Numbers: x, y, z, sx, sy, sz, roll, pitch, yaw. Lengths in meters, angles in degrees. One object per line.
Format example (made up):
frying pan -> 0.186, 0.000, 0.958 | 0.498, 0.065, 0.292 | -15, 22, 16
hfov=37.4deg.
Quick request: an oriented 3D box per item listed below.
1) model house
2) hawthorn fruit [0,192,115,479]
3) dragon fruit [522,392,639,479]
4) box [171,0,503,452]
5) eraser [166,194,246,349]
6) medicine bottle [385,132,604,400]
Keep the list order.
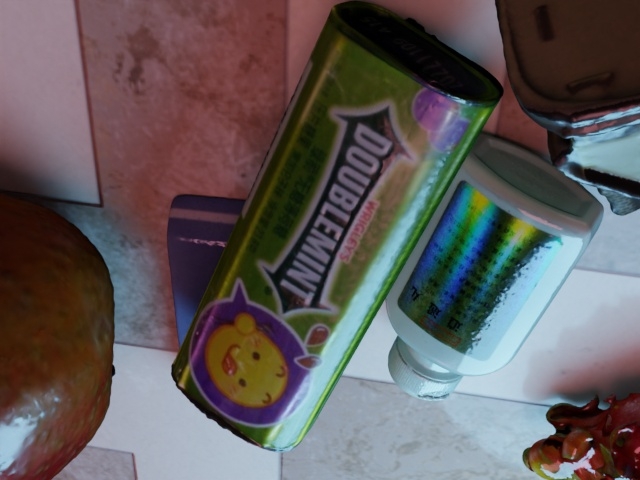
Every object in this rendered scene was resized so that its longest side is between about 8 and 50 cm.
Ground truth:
model house -> 0.251, -0.114, 0.606 | 0.218, 0.205, 0.278 | -13, 152, 22
hawthorn fruit -> -0.326, 0.101, 0.739 | 0.284, 0.369, 0.285 | 4, 106, 15
dragon fruit -> 0.279, 0.189, 0.831 | 0.207, 0.150, 0.133 | -7, 95, 24
box -> 0.000, 0.000, 0.722 | 0.134, 0.097, 0.346 | 35, 120, 12
eraser -> -0.092, 0.063, 0.866 | 0.081, 0.036, 0.225 | 5, 127, 8
medicine bottle -> 0.122, 0.036, 0.767 | 0.121, 0.083, 0.229 | 32, 128, 12
